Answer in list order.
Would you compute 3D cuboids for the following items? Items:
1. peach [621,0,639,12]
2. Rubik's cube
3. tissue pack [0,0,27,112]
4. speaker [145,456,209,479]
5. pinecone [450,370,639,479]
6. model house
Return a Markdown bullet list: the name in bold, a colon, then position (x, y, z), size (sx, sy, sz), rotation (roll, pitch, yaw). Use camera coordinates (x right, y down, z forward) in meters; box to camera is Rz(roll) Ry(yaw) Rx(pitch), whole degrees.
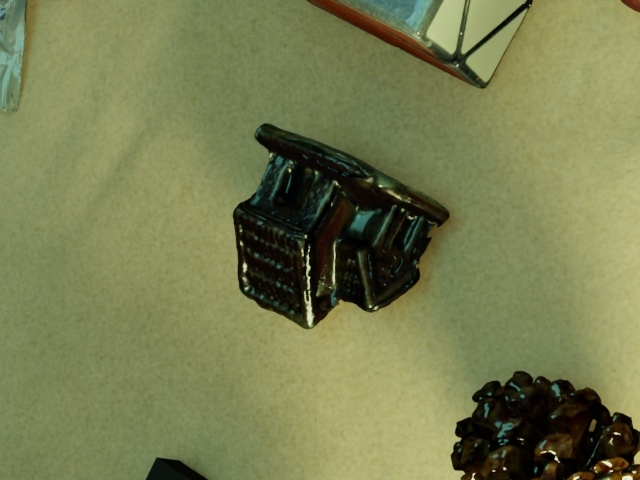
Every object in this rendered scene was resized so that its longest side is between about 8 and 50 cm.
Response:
- **peach**: position (0.278, -0.264, 1.331), size (0.152, 0.152, 0.152), rotation (-3, 81, 21)
- **Rubik's cube**: position (0.077, -0.275, 1.371), size (0.205, 0.207, 0.205), rotation (30, 95, 23)
- **tissue pack**: position (-0.379, -0.195, 1.632), size (0.193, 0.026, 0.123), rotation (7, 86, 22)
- **speaker**: position (-0.165, 0.291, 1.471), size (0.046, 0.040, 0.191), rotation (28, 93, 29)
- **pinecone**: position (0.177, 0.182, 1.303), size (0.173, 0.173, 0.174), rotation (-3, 81, 21)
- **model house**: position (0.006, 0.002, 1.412), size (0.165, 0.106, 0.152), rotation (24, 90, 27)
